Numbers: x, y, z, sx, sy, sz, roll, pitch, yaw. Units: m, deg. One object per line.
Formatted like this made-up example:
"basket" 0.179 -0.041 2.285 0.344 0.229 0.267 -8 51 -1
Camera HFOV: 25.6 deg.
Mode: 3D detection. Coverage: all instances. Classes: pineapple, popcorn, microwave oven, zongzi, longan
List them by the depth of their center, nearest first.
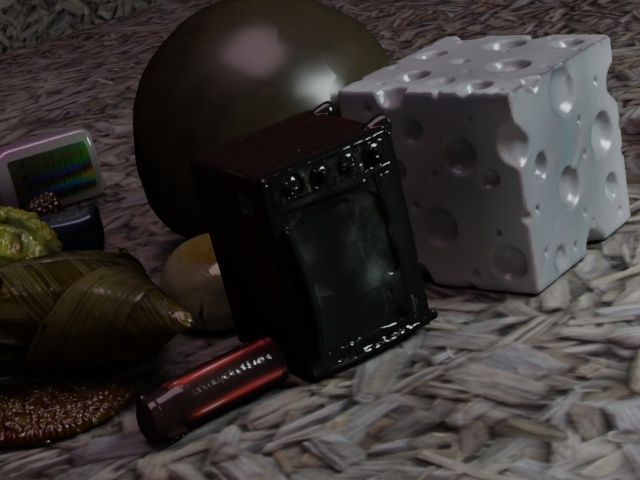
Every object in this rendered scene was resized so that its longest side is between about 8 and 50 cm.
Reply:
"zongzi" -0.290 0.094 1.511 0.286 0.134 0.288 -13 12 -20
"microwave oven" -0.002 0.000 1.516 0.178 0.247 0.188 -25 22 -27
"longan" -0.081 -0.150 1.862 0.404 0.336 0.404 -42 24 23
"popcorn" -0.411 0.015 1.870 0.141 0.136 0.162 -14 20 14
"pineapple" -0.449 -0.025 2.146 0.124 0.058 0.058 -33 25 -16

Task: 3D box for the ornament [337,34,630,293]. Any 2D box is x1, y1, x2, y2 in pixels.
"ornament" 0.199 -0.099 1.676 0.239 0.240 0.239 5 25 38

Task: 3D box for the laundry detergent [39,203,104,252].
"laundry detergent" -0.417 -0.003 2.029 0.206 0.061 0.097 -12 20 -2

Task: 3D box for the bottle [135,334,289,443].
"bottle" -0.111 0.153 1.430 0.164 0.060 0.060 -24 23 -32

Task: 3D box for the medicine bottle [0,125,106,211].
"medicine bottle" -0.462 -0.100 2.244 0.219 0.115 0.078 -18 22 -18

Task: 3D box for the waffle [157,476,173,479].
"waffle" -0.187 0.251 1.245 0.135 0.021 0.092 -16 20 -12

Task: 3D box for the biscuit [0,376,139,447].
"biscuit" -0.304 0.182 1.500 0.206 0.025 0.126 -5 21 19

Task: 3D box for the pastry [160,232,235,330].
"pastry" -0.115 0.047 1.679 0.156 0.092 0.156 -15 25 7
